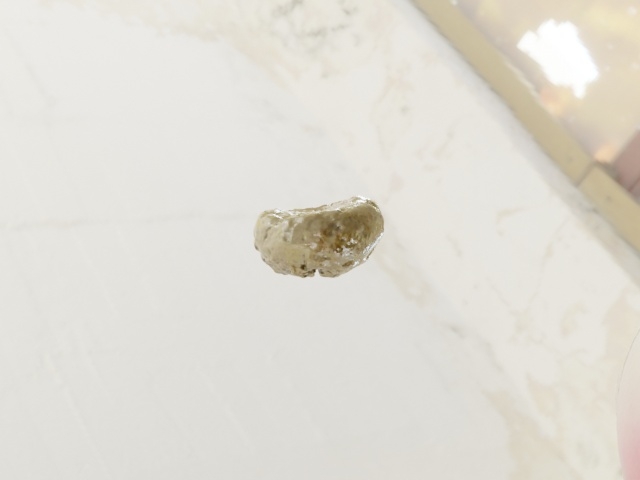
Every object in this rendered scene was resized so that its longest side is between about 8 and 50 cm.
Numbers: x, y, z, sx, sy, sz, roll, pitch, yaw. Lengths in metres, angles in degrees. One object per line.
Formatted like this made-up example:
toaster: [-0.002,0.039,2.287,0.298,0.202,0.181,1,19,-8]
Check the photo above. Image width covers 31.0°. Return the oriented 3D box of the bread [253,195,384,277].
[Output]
bread: [0.000,0.000,0.979,0.113,0.060,0.082,-7,-166,-5]

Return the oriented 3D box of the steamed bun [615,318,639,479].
steamed bun: [0.343,0.156,0.833,0.309,0.309,0.309,29,-154,-15]
